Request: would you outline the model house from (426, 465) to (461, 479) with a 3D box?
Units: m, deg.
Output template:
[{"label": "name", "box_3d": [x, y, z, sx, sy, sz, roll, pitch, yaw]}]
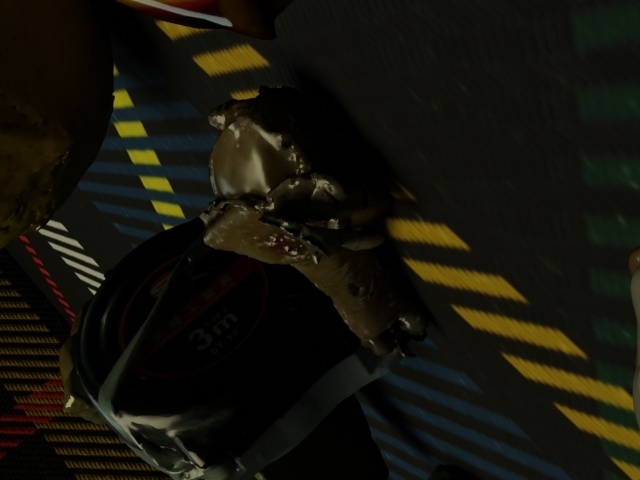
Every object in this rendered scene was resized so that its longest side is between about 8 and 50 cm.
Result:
[{"label": "model house", "box_3d": [0.082, 0.294, 1.140, 0.195, 0.189, 0.214, 39, 163, 39]}]

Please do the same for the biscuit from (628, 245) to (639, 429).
[{"label": "biscuit", "box_3d": [0.172, 0.089, 0.567, 0.181, 0.049, 0.208, 47, 165, 27]}]

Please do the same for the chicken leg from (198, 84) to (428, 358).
[{"label": "chicken leg", "box_3d": [-0.006, -0.004, 0.885, 0.125, 0.080, 0.196, 32, 160, 25]}]

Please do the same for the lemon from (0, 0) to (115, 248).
[{"label": "lemon", "box_3d": [-0.291, -0.120, 1.122, 0.310, 0.258, 0.258, 21, 158, 16]}]

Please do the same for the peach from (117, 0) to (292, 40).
[{"label": "peach", "box_3d": [-0.047, -0.170, 0.387, 0.158, 0.154, 0.267, 36, 171, 26]}]

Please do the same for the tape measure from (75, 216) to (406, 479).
[{"label": "tape measure", "box_3d": [-0.065, 0.069, 1.053, 0.181, 0.182, 0.107, 43, 169, 45]}]

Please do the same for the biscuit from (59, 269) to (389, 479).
[{"label": "biscuit", "box_3d": [-0.068, 0.105, 1.202, 0.273, 0.036, 0.187, 28, -142, -20]}]
